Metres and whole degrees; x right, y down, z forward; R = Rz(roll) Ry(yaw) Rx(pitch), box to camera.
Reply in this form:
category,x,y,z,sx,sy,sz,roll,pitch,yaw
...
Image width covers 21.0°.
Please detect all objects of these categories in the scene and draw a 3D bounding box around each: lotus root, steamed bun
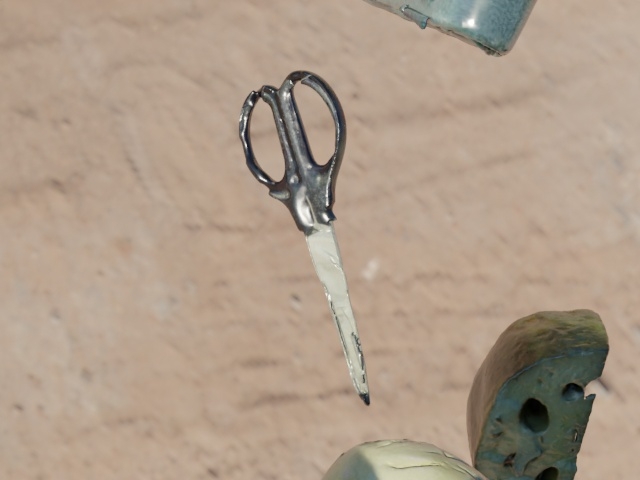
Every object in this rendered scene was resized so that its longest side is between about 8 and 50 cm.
category,x,y,z,sx,sy,sz,roll,pitch,yaw
lotus root,0.235,0.184,1.901,0.138,0.235,0.119,11,26,-12
steamed bun,0.059,0.187,1.101,0.130,0.112,0.091,38,16,-16

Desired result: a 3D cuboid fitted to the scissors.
category,x,y,z,sx,sy,sz,roll,pitch,yaw
scissors,0.000,0.000,1.510,0.022,0.109,0.300,0,73,-56

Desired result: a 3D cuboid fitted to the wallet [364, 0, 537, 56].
category,x,y,z,sx,sy,sz,roll,pitch,yaw
wallet,0.067,-0.227,0.823,0.054,0.290,0.251,20,97,-27
